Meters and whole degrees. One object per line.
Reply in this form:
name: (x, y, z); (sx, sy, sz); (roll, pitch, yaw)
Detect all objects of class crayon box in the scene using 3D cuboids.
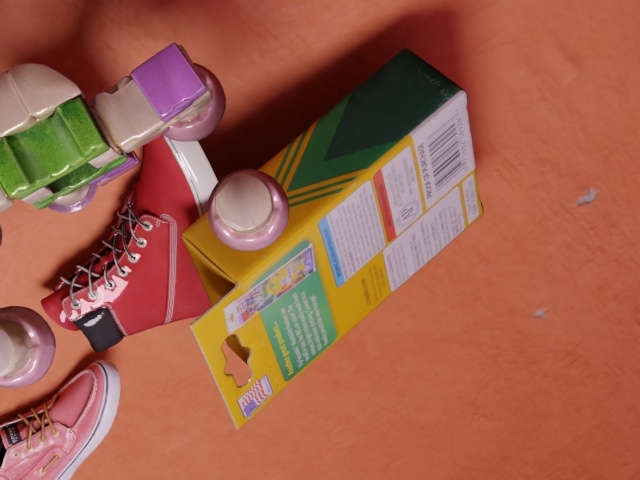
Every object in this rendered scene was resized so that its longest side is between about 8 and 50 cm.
crayon box: (0.000, 0.000, 1.567); (0.323, 0.083, 0.203); (-41, 150, -16)

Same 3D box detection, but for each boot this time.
boot: (-0.174, -0.002, 1.547); (0.176, 0.088, 0.244); (-20, 136, -13)

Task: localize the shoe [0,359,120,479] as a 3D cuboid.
shoe: (-0.264, 0.184, 1.657); (0.081, 0.063, 0.178); (12, 123, -41)

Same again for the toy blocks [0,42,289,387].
toy blocks: (-0.207, -0.076, 1.386); (0.288, 0.309, 0.260); (-30, 178, 0)
